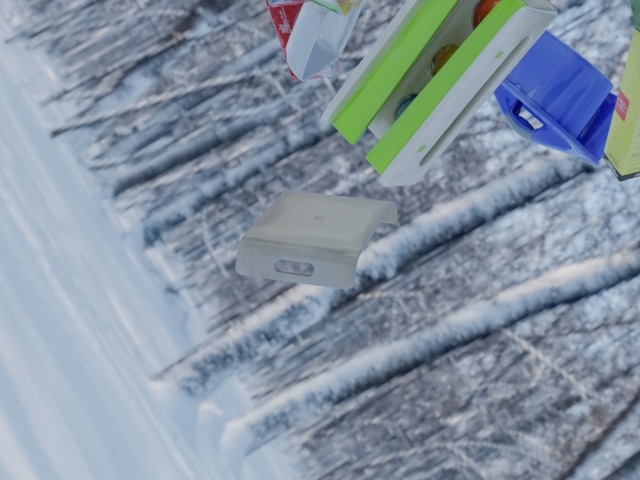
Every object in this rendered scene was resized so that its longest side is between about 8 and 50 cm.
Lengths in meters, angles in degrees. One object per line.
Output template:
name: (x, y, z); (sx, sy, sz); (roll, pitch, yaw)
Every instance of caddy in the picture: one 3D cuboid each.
caddy: (0.435, -0.274, 2.119); (0.241, 0.179, 0.341); (30, 15, -44)

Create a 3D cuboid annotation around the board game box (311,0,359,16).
board game box: (-0.040, -0.343, 1.316); (0.124, 0.039, 0.259); (30, 0, 21)

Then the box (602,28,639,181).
box: (0.436, -0.185, 1.443); (0.232, 0.087, 0.058); (89, -18, -48)

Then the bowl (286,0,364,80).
bowl: (0.003, -0.329, 1.709); (0.053, 0.142, 0.142); (36, -51, 13)

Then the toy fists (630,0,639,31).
toy fists: (0.419, -0.197, 1.214); (0.279, 0.096, 0.142); (62, 7, -2)

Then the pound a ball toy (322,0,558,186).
pound a ball toy: (0.133, -0.249, 1.321); (0.208, 0.319, 0.135); (49, 29, 19)

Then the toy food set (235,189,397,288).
toy food set: (0.000, 0.000, 2.055); (0.306, 0.219, 0.092); (-54, 147, -59)

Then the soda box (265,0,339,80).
soda box: (-0.027, -0.371, 1.892); (0.263, 0.092, 0.083); (65, 21, -69)
